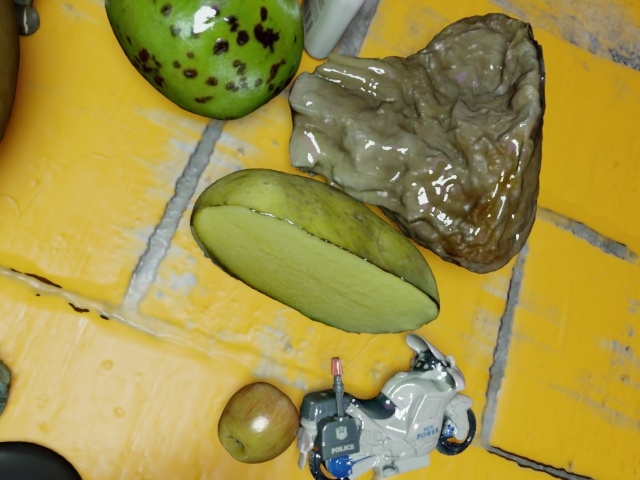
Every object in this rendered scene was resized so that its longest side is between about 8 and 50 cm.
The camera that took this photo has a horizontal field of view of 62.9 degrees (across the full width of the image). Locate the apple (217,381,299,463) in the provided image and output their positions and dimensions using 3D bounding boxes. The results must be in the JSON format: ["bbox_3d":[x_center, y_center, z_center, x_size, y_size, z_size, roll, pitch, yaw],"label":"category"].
[{"bbox_3d":[-0.064,0.189,0.538,0.084,0.084,0.071,49,49,-4],"label":"apple"}]

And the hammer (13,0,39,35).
[{"bbox_3d":[-0.291,-0.349,0.551,0.041,0.158,0.227,16,61,-22],"label":"hammer"}]

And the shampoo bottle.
[{"bbox_3d":[0.028,-0.303,0.594,0.051,0.221,0.108,5,77,-18],"label":"shampoo bottle"}]

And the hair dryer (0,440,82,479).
[{"bbox_3d":[-0.172,0.255,0.387,0.283,0.320,0.156,11,75,-27],"label":"hair dryer"}]

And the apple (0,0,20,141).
[{"bbox_3d":[-0.406,-0.165,0.380,0.338,0.305,0.339,-3,109,-9],"label":"apple"}]

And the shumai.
[{"bbox_3d":[0.120,-0.122,0.650,0.282,0.217,0.347,-2,66,13],"label":"shumai"}]

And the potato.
[{"bbox_3d":[0.000,0.000,0.569,0.271,0.160,0.111,25,57,-10],"label":"potato"}]

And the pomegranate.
[{"bbox_3d":[-0.096,-0.245,0.537,0.211,0.263,0.211,35,34,-28],"label":"pomegranate"}]

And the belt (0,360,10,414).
[{"bbox_3d":[-0.356,0.140,0.466,0.139,0.058,0.105,-6,75,-16],"label":"belt"}]

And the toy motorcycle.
[{"bbox_3d":[0.077,0.185,0.581,0.220,0.102,0.150,-6,94,-20],"label":"toy motorcycle"}]
